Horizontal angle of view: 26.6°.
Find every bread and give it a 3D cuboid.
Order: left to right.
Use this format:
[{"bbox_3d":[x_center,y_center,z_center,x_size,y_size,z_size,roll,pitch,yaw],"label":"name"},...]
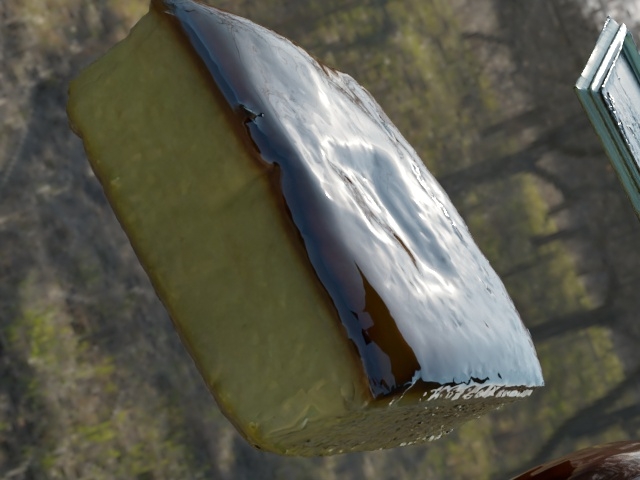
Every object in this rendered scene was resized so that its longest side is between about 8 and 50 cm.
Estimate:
[{"bbox_3d":[0.000,0.000,1.000,0.324,0.143,0.333,59,20,18],"label":"bread"}]

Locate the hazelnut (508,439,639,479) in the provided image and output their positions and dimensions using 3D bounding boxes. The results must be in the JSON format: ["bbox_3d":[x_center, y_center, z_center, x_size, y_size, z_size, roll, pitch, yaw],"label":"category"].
[{"bbox_3d":[0.246,0.313,0.858,0.429,0.402,0.402,43,-8,41],"label":"hazelnut"}]

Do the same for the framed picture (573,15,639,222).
[{"bbox_3d":[0.235,-0.015,0.876,0.252,0.014,0.197,61,25,-10],"label":"framed picture"}]
